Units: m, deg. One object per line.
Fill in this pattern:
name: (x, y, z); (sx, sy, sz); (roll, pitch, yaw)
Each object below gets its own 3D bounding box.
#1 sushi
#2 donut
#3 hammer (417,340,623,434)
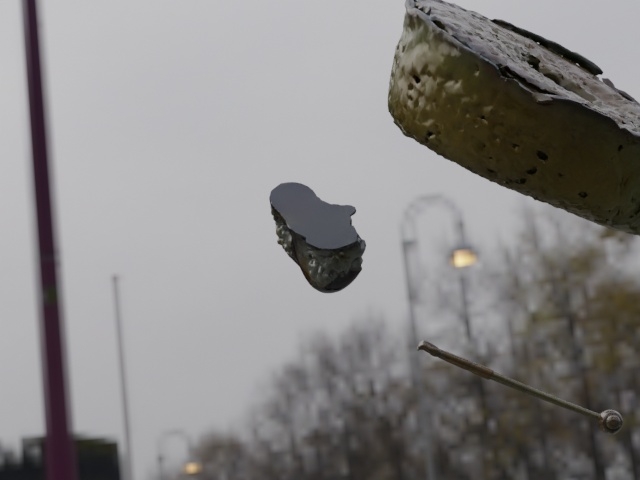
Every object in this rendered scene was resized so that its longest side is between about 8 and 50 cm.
sushi: (0.000, 0.000, 1.225); (0.044, 0.083, 0.046); (-22, -50, -18)
donut: (0.165, -0.085, 1.492); (0.272, 0.107, 0.272); (23, 13, -6)
hammer: (0.111, 0.082, 1.107); (0.123, 0.014, 0.029); (21, -7, 0)
